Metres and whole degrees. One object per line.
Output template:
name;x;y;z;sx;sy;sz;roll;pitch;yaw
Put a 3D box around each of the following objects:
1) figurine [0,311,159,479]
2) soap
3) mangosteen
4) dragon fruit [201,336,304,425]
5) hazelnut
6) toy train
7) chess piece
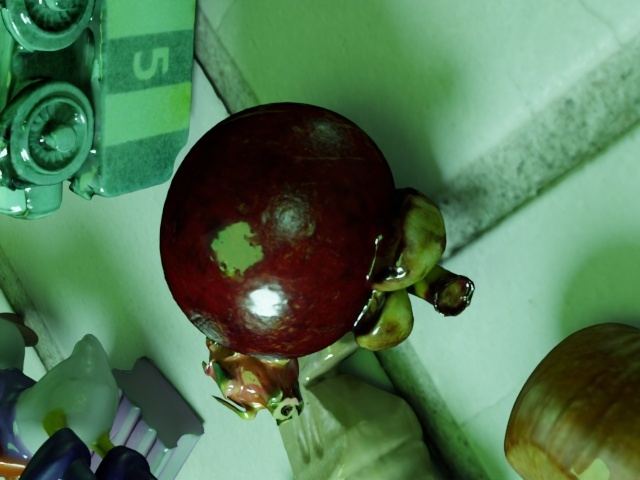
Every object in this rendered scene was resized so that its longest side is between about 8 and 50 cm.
figurine;-0.327;0.173;1.077;0.421;0.154;0.193;20;80;45
soap;-0.223;0.246;1.144;0.122;0.065;0.203;47;129;19
mangosteen;0.000;0.000;0.788;0.257;0.215;0.215;15;116;18
dragon fruit;-0.055;0.115;0.873;0.116;0.081;0.086;28;84;46
hazelnut;0.214;0.135;0.704;0.150;0.150;0.150;15;114;35
toy train;-0.235;-0.176;0.888;0.167;0.238;0.299;23;117;33
chess piece;0.029;0.189;0.898;0.137;0.137;0.301;-51;61;38
